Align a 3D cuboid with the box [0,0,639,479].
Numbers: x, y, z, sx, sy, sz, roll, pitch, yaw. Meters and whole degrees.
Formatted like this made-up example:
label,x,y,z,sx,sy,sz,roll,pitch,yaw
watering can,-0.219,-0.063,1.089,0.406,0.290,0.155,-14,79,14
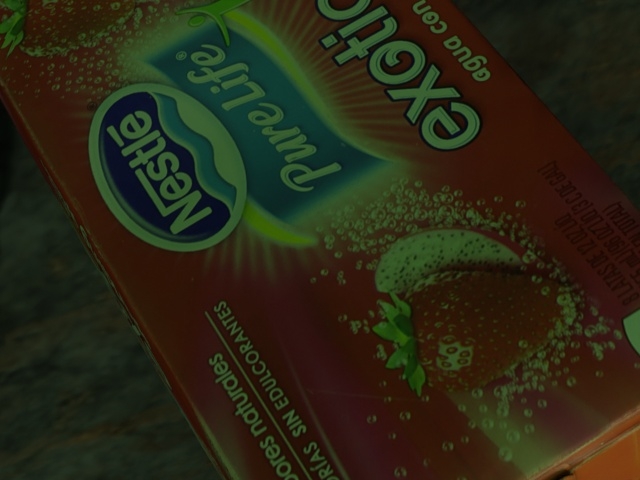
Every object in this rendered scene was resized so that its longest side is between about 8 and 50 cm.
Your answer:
label,x,y,z,sx,sy,sz,roll,pitch,yaw
box,0.000,0.000,0.461,0.123,0.257,0.128,-31,146,-7
